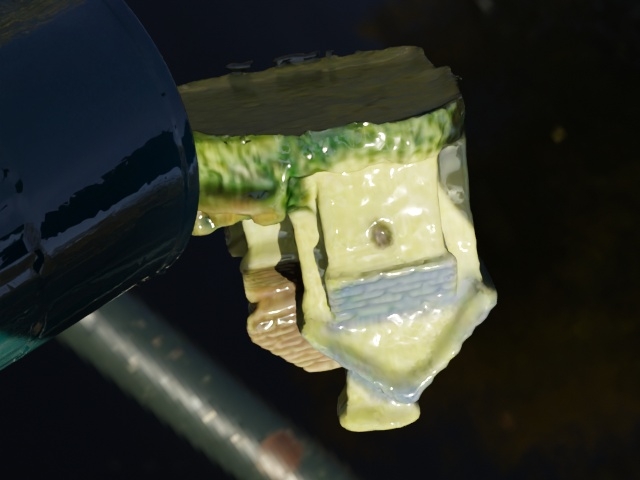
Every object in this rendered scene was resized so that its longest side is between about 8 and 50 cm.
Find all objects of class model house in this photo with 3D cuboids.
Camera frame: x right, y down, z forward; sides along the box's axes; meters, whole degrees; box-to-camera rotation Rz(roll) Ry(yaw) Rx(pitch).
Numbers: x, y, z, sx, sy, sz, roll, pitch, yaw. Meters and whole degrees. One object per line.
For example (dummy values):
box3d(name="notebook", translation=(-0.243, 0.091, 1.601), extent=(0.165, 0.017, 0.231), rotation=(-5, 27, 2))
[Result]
box3d(name="model house", translation=(0.000, 0.000, 1.512), extent=(0.321, 0.261, 0.266), rotation=(-104, -177, -74))

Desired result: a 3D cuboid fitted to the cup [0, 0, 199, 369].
box3d(name="cup", translation=(-0.262, -0.044, 1.075), extent=(0.292, 0.242, 0.308), rotation=(-37, 124, -38))
